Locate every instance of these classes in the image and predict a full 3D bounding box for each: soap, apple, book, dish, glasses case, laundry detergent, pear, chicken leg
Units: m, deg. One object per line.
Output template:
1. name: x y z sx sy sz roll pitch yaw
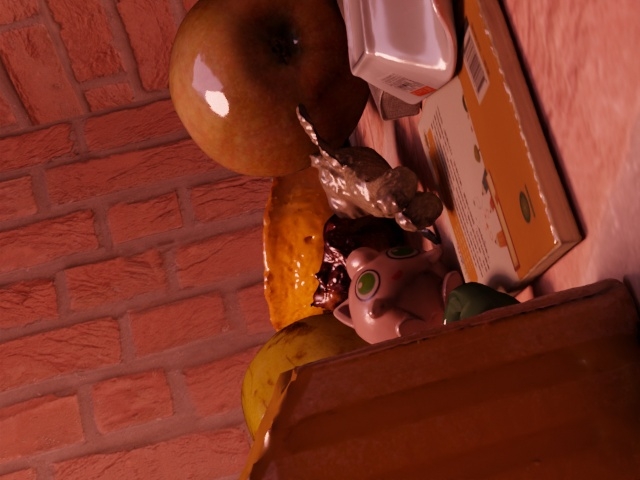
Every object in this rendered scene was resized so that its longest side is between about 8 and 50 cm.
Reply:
1. soap: 0.074 0.132 0.547 0.080 0.257 0.160 117 138 -83
2. apple: -0.057 -0.205 1.118 0.234 0.257 0.257 -171 67 -77
3. book: 0.131 -0.057 0.749 0.295 0.020 0.208 95 160 -76
4. dish: 0.060 -0.199 0.766 0.234 0.064 0.154 -163 66 -85
5. glasses case: 0.055 -0.226 0.968 0.071 0.047 0.205 86 169 -59
6. laundry detergent: 0.144 0.100 0.780 0.137 0.063 0.211 63 176 1
7. pear: 0.030 0.233 1.263 0.283 0.283 0.283 166 90 -85
8. chicken leg: 0.065 0.033 1.267 0.407 0.096 0.158 44 -123 -78

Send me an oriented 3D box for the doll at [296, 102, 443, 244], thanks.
1. doll: 0.067 -0.049 0.985 0.203 0.091 0.286 27 -176 -38

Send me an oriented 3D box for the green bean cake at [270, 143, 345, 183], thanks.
1. green bean cake: -0.044 -0.222 1.625 0.241 0.132 0.255 94 163 -74

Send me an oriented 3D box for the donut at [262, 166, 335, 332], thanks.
1. donut: 0.000 0.000 1.401 0.303 0.110 0.303 4 -90 -76

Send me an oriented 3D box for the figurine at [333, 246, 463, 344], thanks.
1. figurine: 0.086 0.060 0.993 0.138 0.125 0.125 28 135 57
